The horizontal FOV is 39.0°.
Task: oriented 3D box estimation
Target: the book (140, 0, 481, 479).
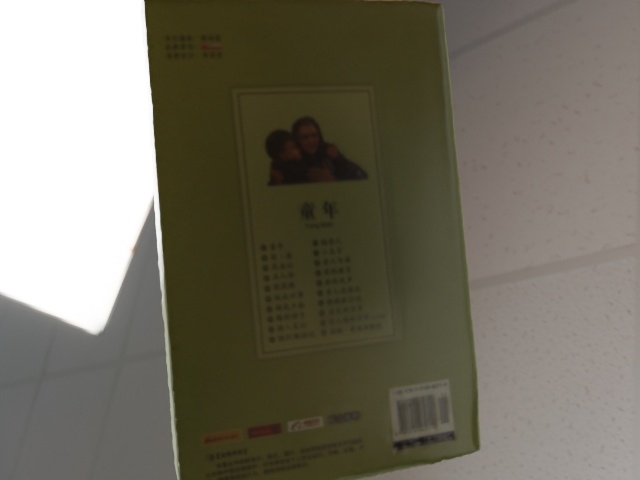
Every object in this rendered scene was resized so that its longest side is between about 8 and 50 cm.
[{"bbox_3d":[0.000,0.000,0.658,0.035,0.239,0.352,171,-86,-70],"label":"book"}]
